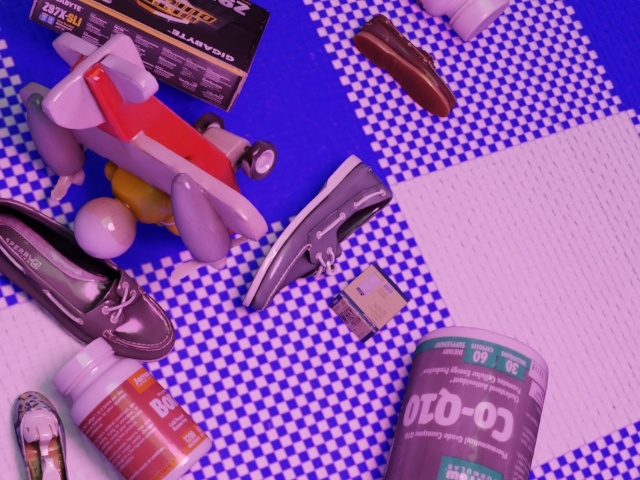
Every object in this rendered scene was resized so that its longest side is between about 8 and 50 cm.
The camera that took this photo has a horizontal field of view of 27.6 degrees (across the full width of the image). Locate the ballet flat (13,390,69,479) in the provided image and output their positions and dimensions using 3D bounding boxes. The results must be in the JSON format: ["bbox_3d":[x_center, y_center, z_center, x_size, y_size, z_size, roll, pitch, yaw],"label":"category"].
[{"bbox_3d":[-0.368,0.287,1.749,0.070,0.070,0.188,-10,73,-23],"label":"ballet flat"}]

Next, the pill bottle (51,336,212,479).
[{"bbox_3d":[-0.260,0.240,1.773,0.216,0.121,0.121,47,62,3],"label":"pill bottle"}]

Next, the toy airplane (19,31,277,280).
[{"bbox_3d":[-0.256,-0.103,1.778,0.384,0.386,0.272,33,87,-10],"label":"toy airplane"}]

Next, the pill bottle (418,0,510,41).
[{"bbox_3d":[0.210,-0.457,2.213,0.131,0.131,0.229,-38,84,-28],"label":"pill bottle"}]

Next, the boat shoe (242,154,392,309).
[{"bbox_3d":[0.000,0.000,1.966,0.099,0.116,0.319,37,57,3],"label":"boat shoe"}]

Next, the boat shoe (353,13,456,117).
[{"bbox_3d":[0.152,-0.295,2.160,0.207,0.073,0.073,44,64,2],"label":"boat shoe"}]

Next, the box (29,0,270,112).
[{"bbox_3d":[-0.248,-0.342,1.971,0.322,0.079,0.257,25,29,-8],"label":"box"}]

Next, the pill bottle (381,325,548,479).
[{"bbox_3d":[0.196,0.323,1.850,0.204,0.204,0.361,21,63,-10],"label":"pill bottle"}]

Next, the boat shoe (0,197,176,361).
[{"bbox_3d":[-0.346,0.057,1.831,0.335,0.095,0.112,35,62,-3],"label":"boat shoe"}]

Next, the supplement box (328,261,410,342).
[{"bbox_3d":[0.074,0.095,1.984,0.083,0.056,0.083,48,62,4],"label":"supplement box"}]
